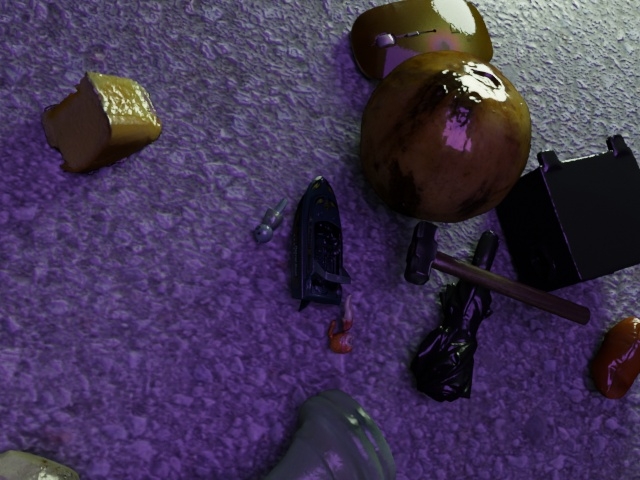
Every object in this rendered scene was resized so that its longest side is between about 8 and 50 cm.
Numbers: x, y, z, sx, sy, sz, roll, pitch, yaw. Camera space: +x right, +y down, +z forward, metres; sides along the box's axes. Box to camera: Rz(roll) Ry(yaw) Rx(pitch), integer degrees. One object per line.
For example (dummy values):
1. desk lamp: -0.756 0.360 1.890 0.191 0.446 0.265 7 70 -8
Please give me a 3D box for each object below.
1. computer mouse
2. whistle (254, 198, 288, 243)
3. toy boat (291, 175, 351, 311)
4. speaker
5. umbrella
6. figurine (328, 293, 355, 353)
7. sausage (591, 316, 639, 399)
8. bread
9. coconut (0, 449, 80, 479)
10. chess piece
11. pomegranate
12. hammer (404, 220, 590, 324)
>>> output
1. computer mouse: 0.212 -0.405 1.327 0.311 0.072 0.158 -12 81 -18
2. whistle: -0.089 -0.034 1.182 0.035 0.035 0.100 34 70 -8
3. toy boat: 0.000 0.000 1.169 0.093 0.103 0.245 15 68 -38
4. speaker: 0.494 -0.045 1.280 0.232 0.184 0.253 -14 80 -20
5. umbrella: 0.266 0.134 1.217 0.118 0.118 0.340 28 72 -10
6. figurine: 0.041 0.147 1.173 0.047 0.064 0.109 9 91 9
7. sausage: 0.599 0.236 1.312 0.089 0.089 0.179 37 75 -7
8. bread: -0.377 -0.195 1.119 0.160 0.169 0.140 -28 87 21
9. coconut: -0.428 0.398 0.924 0.171 0.171 0.182 23 69 -11
10. chess piece: -0.050 0.382 1.010 0.299 0.195 0.194 -28 88 -28
11. pomegranate: 0.220 -0.181 1.166 0.323 0.322 0.321 3 78 -16
12. hammer: 0.325 0.078 1.189 0.366 0.043 0.111 21 59 -10
